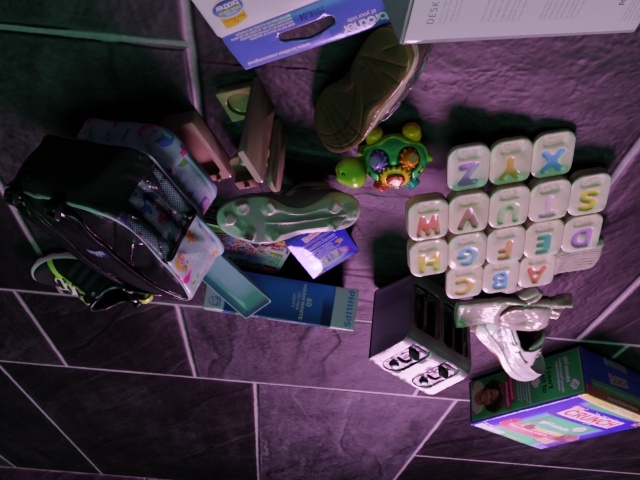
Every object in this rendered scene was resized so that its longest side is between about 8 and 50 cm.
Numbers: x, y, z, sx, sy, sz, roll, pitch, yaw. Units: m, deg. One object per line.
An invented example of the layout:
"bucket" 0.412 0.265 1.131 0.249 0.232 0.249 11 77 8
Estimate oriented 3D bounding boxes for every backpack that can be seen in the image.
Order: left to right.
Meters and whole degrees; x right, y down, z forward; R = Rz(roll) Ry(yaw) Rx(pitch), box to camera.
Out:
"backpack" -0.251 -0.034 0.820 0.225 0.191 0.253 11 147 34

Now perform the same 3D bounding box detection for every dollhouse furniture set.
"dollhouse furniture set" -0.128 -0.101 0.787 0.151 0.123 0.144 -8 144 18

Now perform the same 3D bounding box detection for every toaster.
"toaster" 0.183 0.164 1.118 0.168 0.185 0.110 34 134 -25

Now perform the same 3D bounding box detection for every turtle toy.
"turtle toy" 0.085 -0.102 0.815 0.130 0.066 0.095 -3 145 11

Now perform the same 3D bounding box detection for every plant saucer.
"plant saucer" -0.165 0.046 0.974 0.192 0.018 0.067 45 123 -14

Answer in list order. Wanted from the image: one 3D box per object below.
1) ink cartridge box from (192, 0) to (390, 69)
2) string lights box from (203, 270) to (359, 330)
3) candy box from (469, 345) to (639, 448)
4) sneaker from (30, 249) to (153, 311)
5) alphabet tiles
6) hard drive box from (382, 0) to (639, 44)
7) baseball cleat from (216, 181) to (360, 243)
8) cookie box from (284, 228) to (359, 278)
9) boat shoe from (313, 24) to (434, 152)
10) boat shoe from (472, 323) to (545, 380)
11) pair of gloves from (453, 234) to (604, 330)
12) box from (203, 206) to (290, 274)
"ink cartridge box" -0.067 -0.303 0.536 0.186 0.065 0.311 -13 141 22
"string lights box" -0.074 0.106 1.094 0.260 0.076 0.133 10 171 -7
"candy box" 0.558 0.378 1.431 0.268 0.122 0.317 25 140 -27
"sneaker" -0.421 0.079 1.111 0.235 0.097 0.084 2 146 4
"alphabet tiles" 0.263 -0.024 0.866 0.284 0.021 0.278 -9 130 -1
"hard drive box" 0.180 -0.264 0.495 0.232 0.089 0.181 -6 147 -11
"baseball cleat" -0.050 -0.042 0.862 0.206 0.109 0.072 -1 111 -20
"cookie box" 0.000 0.000 0.970 0.092 0.040 0.107 -31 140 4
"boat shoe" 0.062 -0.172 0.704 0.073 0.080 0.223 -29 174 -27
"boat shoe" 0.397 0.201 1.204 0.096 0.098 0.277 -20 138 33
"pair of gloves" 0.340 0.082 1.015 0.204 0.042 0.240 -1 139 -5
"box" -0.155 -0.004 1.014 0.207 0.036 0.114 13 145 -13
